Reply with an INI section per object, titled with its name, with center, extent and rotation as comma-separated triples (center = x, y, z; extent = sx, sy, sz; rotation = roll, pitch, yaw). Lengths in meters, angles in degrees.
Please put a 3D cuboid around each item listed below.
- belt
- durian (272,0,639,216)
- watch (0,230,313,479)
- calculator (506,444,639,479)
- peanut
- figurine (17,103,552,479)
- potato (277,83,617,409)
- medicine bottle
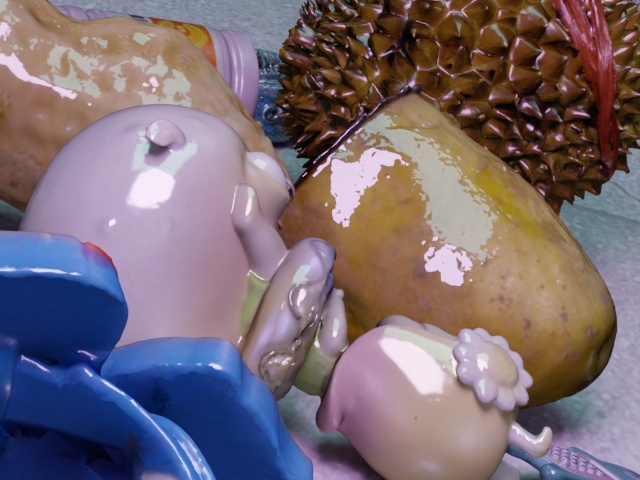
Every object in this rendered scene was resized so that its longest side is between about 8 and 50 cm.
[belt]
center = -0.074, -0.163, 2.075
extent = 0.147, 0.082, 0.163
rotation = -2, 24, -32
[durian]
center = 0.141, -0.156, 1.813
extent = 0.384, 0.348, 0.347
rotation = 5, 21, -21
[watch]
center = -0.143, 0.158, 0.913
extent = 0.305, 0.241, 0.274
rotation = 8, 36, -14
[calculator]
center = 0.196, 0.169, 1.380
extent = 0.141, 0.019, 0.094
rotation = 18, 9, -36
[peanut]
center = -0.194, -0.106, 1.556
extent = 0.387, 0.192, 0.169
rotation = 30, -1, -6
[figurine]
center = -0.035, 0.080, 1.316
extent = 0.394, 0.227, 0.274
rotation = 27, 50, 2
[potato]
center = 0.102, 0.035, 1.491
extent = 0.266, 0.229, 0.229
rotation = 39, 26, 18
[medicine bottle]
center = -0.197, -0.158, 1.884
extent = 0.249, 0.133, 0.133
rotation = 6, 20, -25
